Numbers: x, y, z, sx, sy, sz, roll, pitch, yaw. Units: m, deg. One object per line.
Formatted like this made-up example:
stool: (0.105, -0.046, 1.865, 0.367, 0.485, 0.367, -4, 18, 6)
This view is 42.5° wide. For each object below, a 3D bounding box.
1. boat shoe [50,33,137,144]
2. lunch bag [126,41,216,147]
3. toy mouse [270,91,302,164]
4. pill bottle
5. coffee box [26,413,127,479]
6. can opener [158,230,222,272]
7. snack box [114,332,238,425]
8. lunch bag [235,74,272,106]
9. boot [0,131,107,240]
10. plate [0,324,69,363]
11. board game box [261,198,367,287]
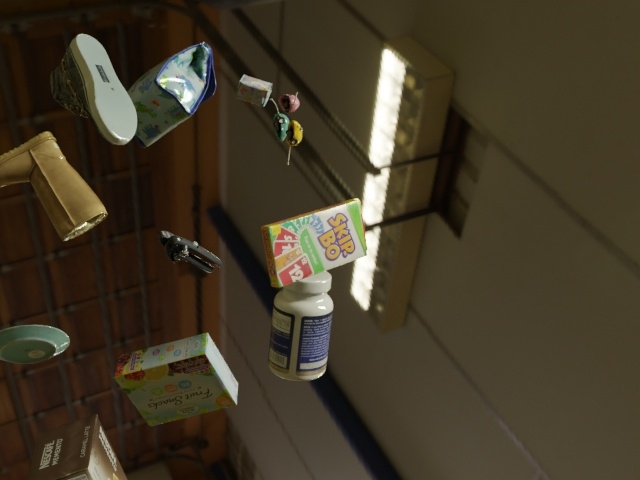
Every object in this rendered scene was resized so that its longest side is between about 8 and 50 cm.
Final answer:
boat shoe: (-0.311, -0.187, 1.123, 0.083, 0.065, 0.183, -41, -118, 31)
lunch bag: (-0.237, -0.235, 1.284, 0.129, 0.151, 0.096, -25, -57, 36)
toy mouse: (-0.072, -0.272, 1.805, 0.143, 0.031, 0.161, 58, -35, 42)
pill bottle: (-0.048, 0.208, 2.088, 0.153, 0.153, 0.264, 34, -59, 57)
coffee box: (-0.351, 0.415, 1.268, 0.141, 0.098, 0.246, -115, -172, -66)
can opener: (-0.278, 0.028, 1.810, 0.059, 0.186, 0.073, -31, -125, 21)
snack box: (-0.302, 0.297, 1.745, 0.070, 0.207, 0.174, -92, 164, -50)
lunch bag: (-0.148, -0.338, 1.849, 0.083, 0.071, 0.053, -80, -171, -62)
boot: (-0.712, -0.114, 2.098, 0.269, 0.236, 0.089, 56, 1, 9)
plate: (-0.685, 0.251, 1.926, 0.188, 0.188, 0.024, 108, -28, -53)
board game box: (0.000, 0.000, 1.678, 0.039, 0.259, 0.124, 5, -71, 49)
